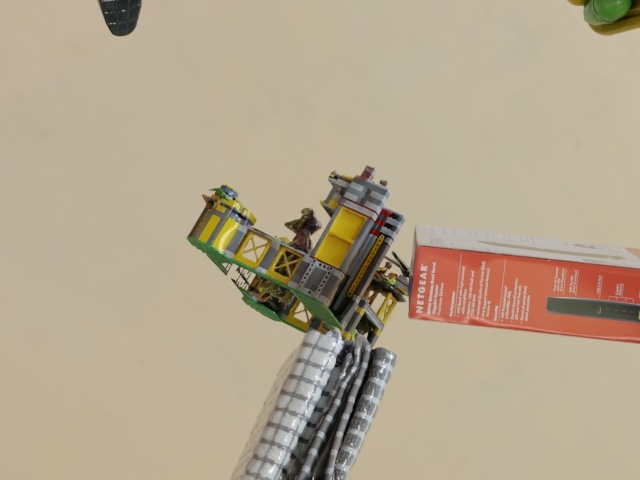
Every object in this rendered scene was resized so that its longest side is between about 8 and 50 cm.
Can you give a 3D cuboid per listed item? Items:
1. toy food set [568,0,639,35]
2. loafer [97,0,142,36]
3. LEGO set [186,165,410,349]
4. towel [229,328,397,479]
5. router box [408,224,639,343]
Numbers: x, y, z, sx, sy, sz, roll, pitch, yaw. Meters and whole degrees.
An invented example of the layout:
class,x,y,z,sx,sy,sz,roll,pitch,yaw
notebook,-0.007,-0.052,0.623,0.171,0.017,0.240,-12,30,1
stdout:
class,x,y,z,sx,sy,sz,roll,pitch,yaw
toy food set,0.318,-0.293,1.905,0.218,0.071,0.128,-10,-110,64
loafer,-0.273,-0.352,2.353,0.062,0.170,0.061,-13,-158,-21
LEGO set,0.000,0.000,2.270,0.255,0.331,0.192,23,-104,32
towel,-0.015,0.222,1.808,0.284,0.121,0.235,121,-7,-73
router box,0.250,0.048,2.016,0.301,0.082,0.335,6,-176,2
